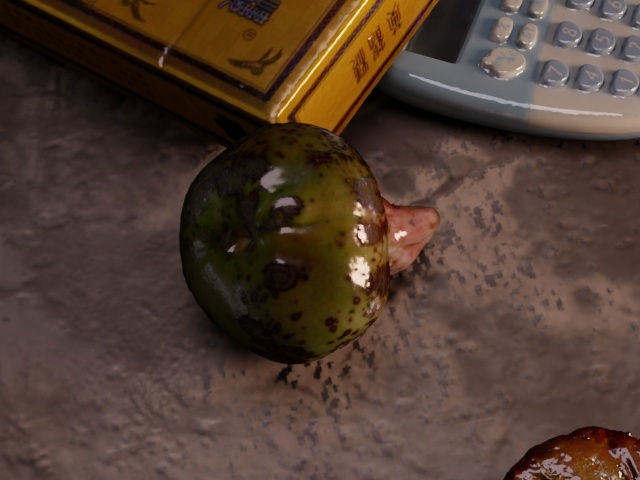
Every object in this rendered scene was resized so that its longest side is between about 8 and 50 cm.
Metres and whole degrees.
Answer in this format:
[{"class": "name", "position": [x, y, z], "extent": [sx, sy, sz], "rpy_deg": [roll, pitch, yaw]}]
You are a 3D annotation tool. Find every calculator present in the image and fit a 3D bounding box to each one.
[{"class": "calculator", "position": [0.127, -0.154, 0.990], "extent": [0.302, 0.042, 0.188], "rpy_deg": [15, 57, 13]}]

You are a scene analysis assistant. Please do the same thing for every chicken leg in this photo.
[{"class": "chicken leg", "position": [0.154, 0.149, 0.764], "extent": [0.253, 0.051, 0.106], "rpy_deg": [-24, 63, -16]}]

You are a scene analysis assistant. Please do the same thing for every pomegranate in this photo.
[{"class": "pomegranate", "position": [0.001, -0.002, 0.831], "extent": [0.163, 0.125, 0.138], "rpy_deg": [-10, 81, -13]}]

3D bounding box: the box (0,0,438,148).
[{"class": "box", "position": [-0.085, -0.187, 0.963], "extent": [0.301, 0.084, 0.193], "rpy_deg": [28, 73, 25]}]
